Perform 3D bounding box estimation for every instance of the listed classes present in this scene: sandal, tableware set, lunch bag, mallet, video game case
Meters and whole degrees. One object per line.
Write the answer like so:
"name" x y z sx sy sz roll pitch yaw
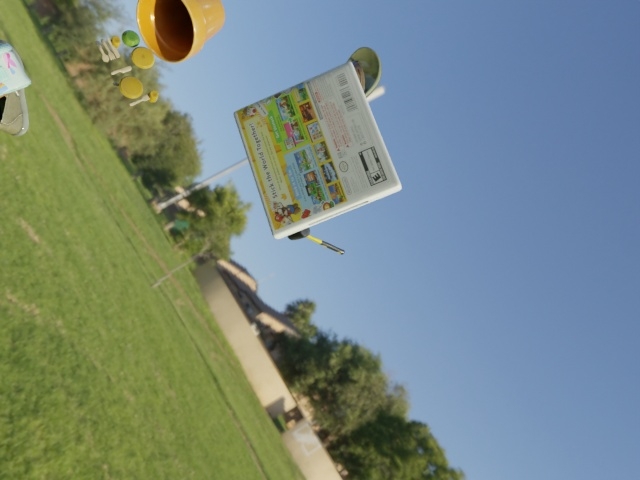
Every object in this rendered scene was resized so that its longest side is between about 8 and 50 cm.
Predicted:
"sandal" 0.081 -0.441 1.816 0.120 0.302 0.086 24 -25 18
"tableware set" -0.382 -0.351 1.307 0.024 0.104 0.154 -20 -80 59
"lunch bag" -0.731 -0.304 1.276 0.224 0.279 0.107 8 -52 54
"mallet" 0.000 0.000 1.740 0.190 0.039 0.062 21 -24 -31
"video game case" -0.010 -0.141 0.989 0.026 0.207 0.226 44 26 -71

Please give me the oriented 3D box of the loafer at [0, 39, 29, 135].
"loafer" -0.816 -0.394 1.640 0.087 0.095 0.251 -15 92 -65

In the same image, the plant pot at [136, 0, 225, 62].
"plant pot" -0.374 -0.622 1.794 0.205 0.188 0.205 16 -55 24
